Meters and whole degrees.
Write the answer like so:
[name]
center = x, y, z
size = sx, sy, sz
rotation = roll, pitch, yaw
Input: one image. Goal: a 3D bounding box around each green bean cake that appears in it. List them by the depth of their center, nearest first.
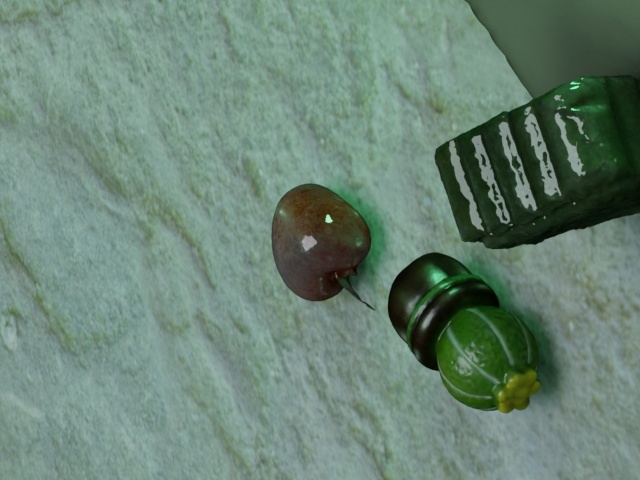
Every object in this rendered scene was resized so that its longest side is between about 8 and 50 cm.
[green bean cake]
center = 0.209, -0.062, 1.369
size = 0.183, 0.185, 0.094
rotation = -27, 78, 54

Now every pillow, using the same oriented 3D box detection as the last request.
[pillow]
center = 0.217, -0.225, 1.340
size = 0.255, 0.120, 0.322
rotation = 49, 149, -17

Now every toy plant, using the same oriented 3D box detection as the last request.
[toy plant]
center = 0.129, 0.086, 1.572
size = 0.162, 0.093, 0.093
rotation = 50, 131, 39

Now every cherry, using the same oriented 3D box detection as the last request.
[cherry]
center = -0.005, 0.003, 1.751
size = 0.126, 0.087, 0.106
rotation = 36, 118, 43
